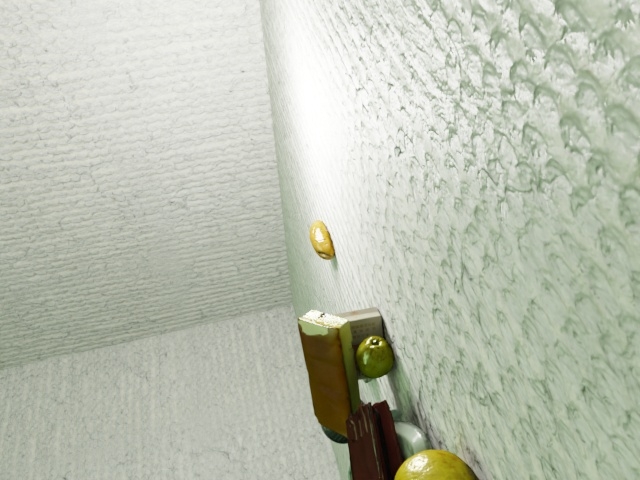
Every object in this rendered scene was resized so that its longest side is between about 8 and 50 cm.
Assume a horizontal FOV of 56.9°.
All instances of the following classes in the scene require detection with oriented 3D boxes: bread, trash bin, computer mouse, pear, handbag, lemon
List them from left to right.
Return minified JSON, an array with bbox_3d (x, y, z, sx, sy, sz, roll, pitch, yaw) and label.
[{"bbox_3d":[0.000,0.000,2.223,0.189,0.078,0.114,-107,14,-48],"label":"bread"},{"bbox_3d":[0.033,0.372,1.630,0.138,0.077,0.361,8,117,36],"label":"bread"},{"bbox_3d":[0.101,0.662,2.233,0.161,0.176,0.175,115,145,-55],"label":"trash bin"},{"bbox_3d":[0.133,0.547,1.448,0.260,0.084,0.275,107,156,-60],"label":"handbag"},{"bbox_3d":[0.147,0.313,1.591,0.107,0.107,0.131,-112,23,-50],"label":"pear"},{"bbox_3d":[0.224,0.536,1.424,0.331,0.095,0.197,135,126,-74],"label":"computer mouse"},{"bbox_3d":[0.221,0.487,1.099,0.207,0.170,0.169,-119,19,-61],"label":"lemon"}]

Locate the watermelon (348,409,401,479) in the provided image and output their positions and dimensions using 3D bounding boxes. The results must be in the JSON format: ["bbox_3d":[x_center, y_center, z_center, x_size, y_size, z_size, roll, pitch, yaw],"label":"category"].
[{"bbox_3d":[0.188,0.636,1.690,0.180,0.224,0.304,-14,83,37],"label":"watermelon"}]

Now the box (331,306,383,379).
[{"bbox_3d":[0.110,0.296,1.673,0.058,0.141,0.201,-109,11,-67],"label":"box"}]

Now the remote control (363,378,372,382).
[{"bbox_3d":[0.125,0.386,2.044,0.309,0.038,0.090,-123,23,-69],"label":"remote control"}]
